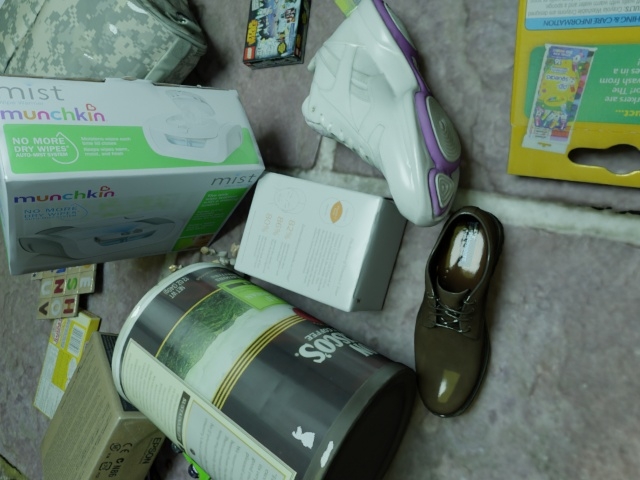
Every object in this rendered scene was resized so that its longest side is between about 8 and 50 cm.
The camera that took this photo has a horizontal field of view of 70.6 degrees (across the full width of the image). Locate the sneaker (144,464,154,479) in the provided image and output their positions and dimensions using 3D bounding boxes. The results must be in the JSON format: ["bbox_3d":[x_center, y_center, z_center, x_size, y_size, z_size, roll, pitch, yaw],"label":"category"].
[{"bbox_3d":[-0.277,0.378,0.696,0.044,0.040,0.109,-36,68,23],"label":"sneaker"}]

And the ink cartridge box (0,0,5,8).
[{"bbox_3d":[-0.588,-0.403,0.863,0.395,0.166,0.285,-42,55,20],"label":"ink cartridge box"}]

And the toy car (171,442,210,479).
[{"bbox_3d":[-0.121,0.319,0.608,0.225,0.053,0.239,44,105,26],"label":"toy car"}]

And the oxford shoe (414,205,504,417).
[{"bbox_3d":[0.132,0.074,0.469,0.083,0.096,0.227,6,89,28],"label":"oxford shoe"}]

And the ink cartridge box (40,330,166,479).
[{"bbox_3d":[-0.326,0.288,0.677,0.193,0.088,0.235,41,106,47],"label":"ink cartridge box"}]

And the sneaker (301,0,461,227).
[{"bbox_3d":[0.062,-0.133,0.521,0.152,0.114,0.305,-30,55,28],"label":"sneaker"}]

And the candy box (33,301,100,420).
[{"bbox_3d":[-0.464,0.224,0.825,0.105,0.027,0.206,16,92,33],"label":"candy box"}]

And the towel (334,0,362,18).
[{"bbox_3d":[0.056,-0.345,0.607,0.083,0.009,0.060,-37,69,21],"label":"towel"}]

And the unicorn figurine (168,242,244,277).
[{"bbox_3d":[-0.166,0.054,0.644,0.162,0.111,0.060,-10,69,14],"label":"unicorn figurine"}]

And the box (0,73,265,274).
[{"bbox_3d":[-0.241,-0.076,0.558,0.231,0.262,0.127,-39,66,49],"label":"box"}]

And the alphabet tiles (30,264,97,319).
[{"bbox_3d":[-0.483,0.028,0.853,0.198,0.009,0.237,-9,73,28],"label":"alphabet tiles"}]

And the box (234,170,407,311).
[{"bbox_3d":[0.000,0.000,0.553,0.170,0.091,0.130,17,92,30],"label":"box"}]

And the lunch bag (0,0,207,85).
[{"bbox_3d":[-0.334,-0.284,0.702,0.305,0.212,0.256,-41,66,20],"label":"lunch bag"}]

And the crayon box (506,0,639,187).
[{"bbox_3d":[0.271,-0.202,0.360,0.203,0.083,0.323,12,131,29],"label":"crayon box"}]

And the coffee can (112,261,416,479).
[{"bbox_3d":[-0.064,0.167,0.502,0.275,0.201,0.201,24,96,31],"label":"coffee can"}]

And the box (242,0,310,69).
[{"bbox_3d":[-0.063,-0.325,0.661,0.094,0.027,0.137,5,87,31],"label":"box"}]
